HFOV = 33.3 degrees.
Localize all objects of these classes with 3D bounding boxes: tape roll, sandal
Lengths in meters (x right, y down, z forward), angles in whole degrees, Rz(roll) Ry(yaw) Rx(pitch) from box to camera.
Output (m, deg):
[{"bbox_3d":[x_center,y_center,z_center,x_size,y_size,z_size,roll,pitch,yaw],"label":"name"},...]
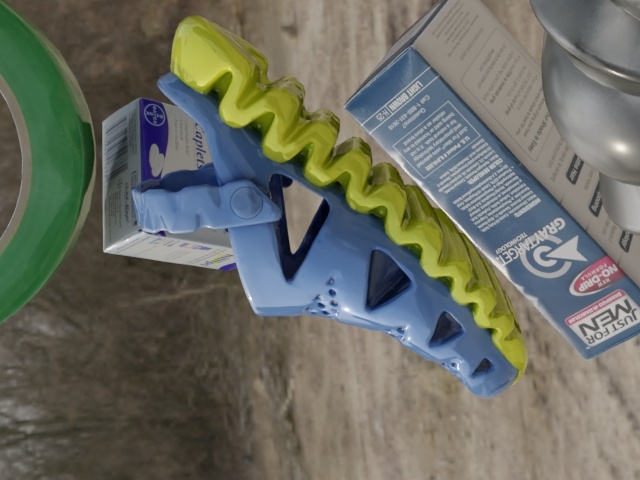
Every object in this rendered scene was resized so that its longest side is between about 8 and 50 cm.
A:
[{"bbox_3d":[-0.352,-0.067,0.889,0.077,0.321,0.321,-119,25,-82],"label":"tape roll"},{"bbox_3d":[0.000,0.000,0.709,0.138,0.317,0.126,-49,1,10],"label":"sandal"}]

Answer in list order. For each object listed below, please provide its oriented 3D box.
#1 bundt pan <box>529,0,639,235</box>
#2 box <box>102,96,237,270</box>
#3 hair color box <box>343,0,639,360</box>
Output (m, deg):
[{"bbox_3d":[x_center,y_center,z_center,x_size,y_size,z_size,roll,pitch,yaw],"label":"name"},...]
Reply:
[{"bbox_3d":[0.225,-0.076,0.379,0.331,0.331,0.124,95,-165,-53],"label":"bundt pan"},{"bbox_3d":[-0.119,-0.047,0.957,0.072,0.137,0.126,-22,66,46],"label":"box"},{"bbox_3d":[0.199,-0.068,1.043,0.105,0.347,0.174,-38,10,39],"label":"hair color box"}]
